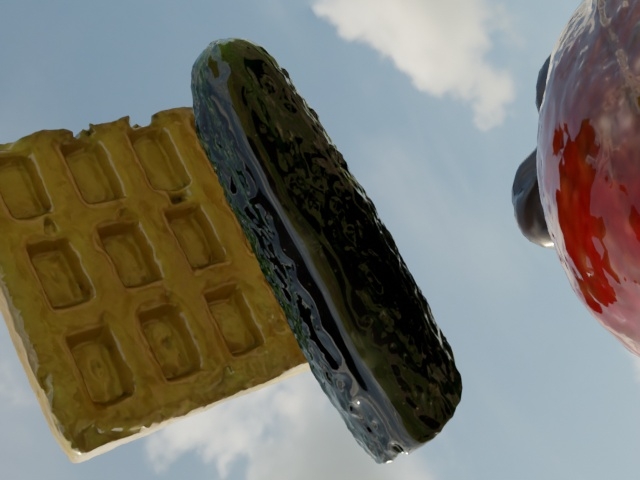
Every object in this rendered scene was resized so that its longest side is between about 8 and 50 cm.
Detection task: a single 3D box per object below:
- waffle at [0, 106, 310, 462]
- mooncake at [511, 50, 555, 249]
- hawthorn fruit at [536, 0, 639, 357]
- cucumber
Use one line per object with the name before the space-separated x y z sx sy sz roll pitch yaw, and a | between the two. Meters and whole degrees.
waffle | -0.113 0.017 0.764 0.248 0.055 0.221 -16 -106 -37
mooncake | 0.322 -0.042 0.738 0.212 0.350 0.381 4 -151 -47
hawthorn fruit | 0.213 -0.053 0.456 0.258 0.258 0.262 65 -164 3
cucumber | 0.000 0.000 0.578 0.241 0.074 0.074 62 -150 -4
